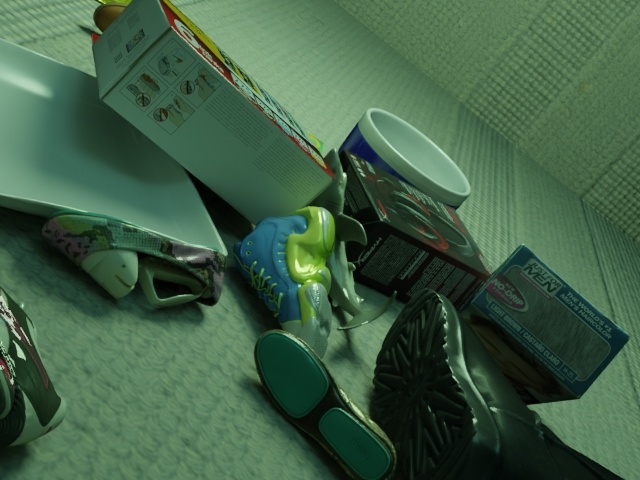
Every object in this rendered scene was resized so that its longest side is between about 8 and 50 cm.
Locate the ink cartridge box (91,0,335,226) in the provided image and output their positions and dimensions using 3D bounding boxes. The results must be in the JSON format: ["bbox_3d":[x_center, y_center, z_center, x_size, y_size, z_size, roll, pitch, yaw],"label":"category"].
[{"bbox_3d":[-0.157,-0.192,1.236,0.309,0.130,0.272,40,12,-33],"label":"ink cartridge box"}]

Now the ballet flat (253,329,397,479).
[{"bbox_3d":[0.003,0.184,0.972,0.206,0.073,0.067,50,-3,18],"label":"ballet flat"}]

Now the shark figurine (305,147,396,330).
[{"bbox_3d":[0.000,0.029,1.245,0.116,0.166,0.278,-1,58,-22],"label":"shark figurine"}]

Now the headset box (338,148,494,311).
[{"bbox_3d":[0.145,0.001,1.465,0.293,0.110,0.218,26,25,-30],"label":"headset box"}]

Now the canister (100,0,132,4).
[{"bbox_3d":[-0.381,-0.493,1.640,0.126,0.073,0.170,22,26,-37],"label":"canister"}]

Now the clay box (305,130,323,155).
[{"bbox_3d":[-0.074,-0.175,1.535,0.222,0.053,0.127,33,23,-13],"label":"clay box"}]

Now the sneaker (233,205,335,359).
[{"bbox_3d":[-0.050,0.060,1.109,0.126,0.091,0.240,-1,46,9],"label":"sneaker"}]

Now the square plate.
[{"bbox_3d":[-0.307,-0.117,1.059,0.347,0.049,0.344,17,31,-43],"label":"square plate"}]

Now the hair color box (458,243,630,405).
[{"bbox_3d":[0.277,0.130,1.227,0.174,0.105,0.347,42,-8,10],"label":"hair color box"}]

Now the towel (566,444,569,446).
[{"bbox_3d":[0.289,0.330,1.166,0.199,0.031,0.275,29,22,-18],"label":"towel"}]

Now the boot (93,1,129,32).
[{"bbox_3d":[-0.279,-0.297,1.429,0.197,0.073,0.152,28,29,-21],"label":"boot"}]

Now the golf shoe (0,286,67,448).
[{"bbox_3d":[-0.302,0.053,0.709,0.273,0.105,0.120,55,11,22],"label":"golf shoe"}]

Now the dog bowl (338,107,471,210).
[{"bbox_3d":[0.168,-0.142,1.785,0.265,0.104,0.265,32,23,-16],"label":"dog bowl"}]

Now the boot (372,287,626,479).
[{"bbox_3d":[0.289,0.269,1.050,0.445,0.146,0.367,29,22,-16],"label":"boot"}]

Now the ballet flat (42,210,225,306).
[{"bbox_3d":[-0.189,0.029,0.953,0.221,0.077,0.079,18,53,-43],"label":"ballet flat"}]
